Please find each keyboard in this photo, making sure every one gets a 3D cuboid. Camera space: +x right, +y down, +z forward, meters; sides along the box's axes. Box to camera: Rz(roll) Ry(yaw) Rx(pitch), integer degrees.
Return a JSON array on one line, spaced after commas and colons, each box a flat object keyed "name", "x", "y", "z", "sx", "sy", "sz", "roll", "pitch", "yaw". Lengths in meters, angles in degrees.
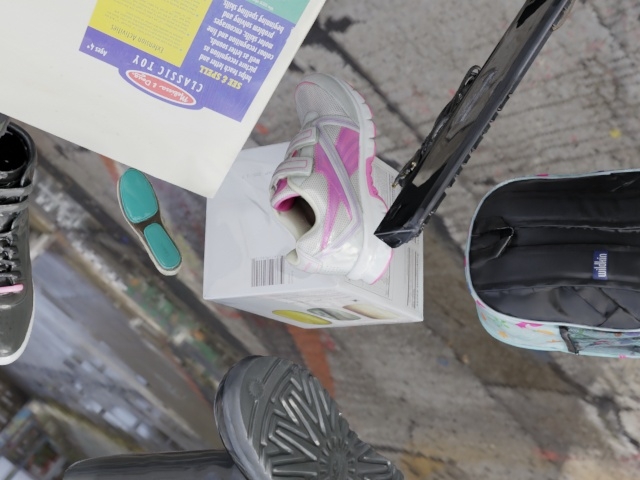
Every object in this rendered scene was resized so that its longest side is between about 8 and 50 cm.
[{"name": "keyboard", "x": 0.150, "y": -0.126, "z": 0.969, "sx": 0.033, "sy": 0.317, "sz": 0.201, "roll": 36, "pitch": 172, "yaw": -8}]

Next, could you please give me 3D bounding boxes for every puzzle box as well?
[{"name": "puzzle box", "x": -0.222, "y": -0.209, "z": 0.823, "sx": 0.409, "sy": 0.052, "sz": 0.272, "roll": 23, "pitch": 133, "yaw": -14}]

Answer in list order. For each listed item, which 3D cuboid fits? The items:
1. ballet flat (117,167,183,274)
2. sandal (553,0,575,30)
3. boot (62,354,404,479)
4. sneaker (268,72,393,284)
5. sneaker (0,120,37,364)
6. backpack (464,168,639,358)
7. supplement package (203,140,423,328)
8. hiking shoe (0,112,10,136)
[{"name": "ballet flat", "x": -0.251, "y": -0.023, "z": 1.433, "sx": 0.168, "sy": 0.057, "sz": 0.052, "roll": 66, "pitch": 162, "yaw": 6}, {"name": "sandal", "x": 0.397, "y": -0.448, "z": 1.612, "sx": 0.090, "sy": 0.219, "sz": 0.060, "roll": 25, "pitch": 176, "yaw": 16}, {"name": "boot", "x": -0.163, "y": 0.293, "z": 1.281, "sx": 0.445, "sy": 0.146, "sz": 0.367, "roll": -8, "pitch": 135, "yaw": 35}, {"name": "sneaker", "x": -0.002, "y": -0.073, "z": 1.066, "sx": 0.111, "sy": 0.252, "sz": 0.103, "roll": -1, "pitch": 153, "yaw": -22}, {"name": "sneaker", "x": -0.386, "y": -0.008, "z": 1.161, "sx": 0.105, "sy": 0.295, "sz": 0.147, "roll": -1, "pitch": 163, "yaw": -24}, {"name": "backpack", "x": 0.309, "y": 0.032, "z": 1.209, "sx": 0.254, "sy": 0.225, "sz": 0.191, "roll": 2, "pitch": 154, "yaw": 16}, {"name": "supplement package", "x": 0.000, "y": 0.000, "z": 1.332, "sx": 0.199, "sy": 0.198, "sz": 0.263, "roll": -6, "pitch": 164, "yaw": 28}, {"name": "hiking shoe", "x": -0.333, "y": -0.194, "z": 0.965, "sx": 0.086, "sy": 0.226, "sz": 0.114, "roll": 16, "pitch": 178, "yaw": 13}]
